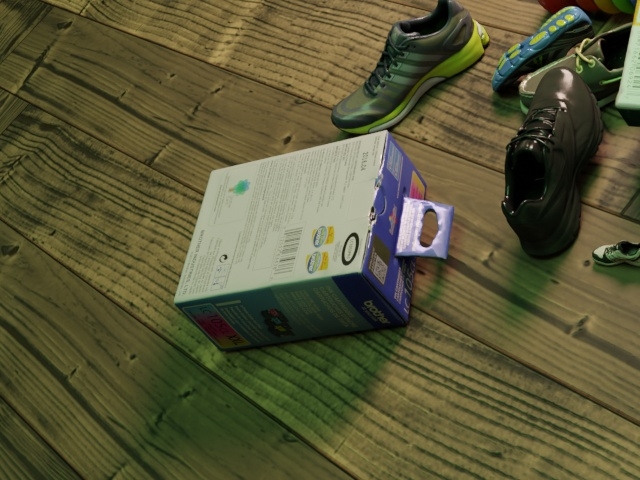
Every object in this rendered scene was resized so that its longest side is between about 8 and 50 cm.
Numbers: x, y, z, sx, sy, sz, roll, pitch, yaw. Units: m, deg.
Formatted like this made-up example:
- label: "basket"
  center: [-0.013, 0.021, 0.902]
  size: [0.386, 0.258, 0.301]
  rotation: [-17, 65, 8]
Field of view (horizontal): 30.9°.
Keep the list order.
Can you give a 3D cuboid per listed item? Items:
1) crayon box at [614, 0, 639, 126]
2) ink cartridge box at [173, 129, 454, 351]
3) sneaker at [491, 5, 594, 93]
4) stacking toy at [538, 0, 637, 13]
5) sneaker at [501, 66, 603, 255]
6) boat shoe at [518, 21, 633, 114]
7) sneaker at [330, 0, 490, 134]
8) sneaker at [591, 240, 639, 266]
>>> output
- label: "crayon box"
  center: [0.570, -0.243, 1.515]
  size: [0.323, 0.083, 0.203]
  rotation: [9, 80, 29]
- label: "ink cartridge box"
  center: [0.000, 0.000, 1.748]
  size: [0.395, 0.151, 0.270]
  rotation: [-12, 49, 31]
- label: "sneaker"
  center: [0.344, -0.283, 1.801]
  size: [0.188, 0.078, 0.067]
  rotation: [-36, 26, 29]
- label: "stacking toy"
  center: [0.466, -0.398, 1.767]
  size: [0.330, 0.141, 0.141]
  rotation: [5, 58, 47]
- label: "sneaker"
  center: [0.317, -0.128, 1.615]
  size: [0.109, 0.130, 0.286]
  rotation: [-6, 61, 35]
- label: "boat shoe"
  center: [0.428, -0.264, 1.704]
  size: [0.305, 0.091, 0.109]
  rotation: [-14, 47, 27]
- label: "sneaker"
  center: [0.132, -0.296, 1.930]
  size: [0.300, 0.121, 0.111]
  rotation: [-39, 41, 2]
- label: "sneaker"
  center: [0.395, 0.013, 1.529]
  size: [0.083, 0.037, 0.032]
  rotation: [-1, 56, 38]
